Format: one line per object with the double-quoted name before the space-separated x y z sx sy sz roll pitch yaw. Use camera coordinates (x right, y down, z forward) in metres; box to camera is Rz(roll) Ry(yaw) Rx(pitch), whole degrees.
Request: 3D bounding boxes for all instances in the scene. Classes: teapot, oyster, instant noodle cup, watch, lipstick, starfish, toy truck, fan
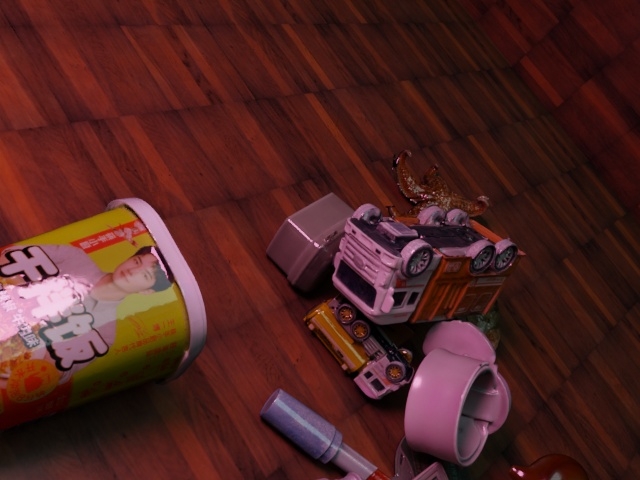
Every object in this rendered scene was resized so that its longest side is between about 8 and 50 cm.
"teapot" 0.473 0.530 1.336 0.252 0.135 0.178 44 72 -29
"oyster" 0.328 0.121 1.514 0.294 0.094 0.166 46 47 -17
"instant noodle cup" -0.362 0.115 0.889 0.308 0.294 0.293 -20 71 -39
"watch" 0.242 0.288 1.252 0.231 0.196 0.244 -9 105 -53
"lipstick" 0.020 0.360 1.133 0.274 0.061 0.068 38 18 -6
"starfish" 0.297 -0.117 1.725 0.303 0.113 0.312 37 44 -10
"toy truck" 0.205 0.057 1.281 0.388 0.206 0.173 0 29 -39
"toy truck" 0.076 0.202 1.276 0.227 0.114 0.098 49 20 4
"fan" 0.197 0.478 1.227 0.294 0.012 0.223 -18 71 -46

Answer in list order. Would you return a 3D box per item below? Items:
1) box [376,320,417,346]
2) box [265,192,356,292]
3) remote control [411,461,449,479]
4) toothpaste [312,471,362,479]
"box" 0.158 0.099 1.461 0.152 0.070 0.237 37 43 -11
"box" 0.000 0.000 1.355 0.129 0.148 0.210 44 38 11
"remote control" 0.127 0.497 1.117 0.313 0.055 0.109 -16 78 -45
"toothpaste" -0.064 0.431 1.013 0.299 0.073 0.114 -5 60 -33
